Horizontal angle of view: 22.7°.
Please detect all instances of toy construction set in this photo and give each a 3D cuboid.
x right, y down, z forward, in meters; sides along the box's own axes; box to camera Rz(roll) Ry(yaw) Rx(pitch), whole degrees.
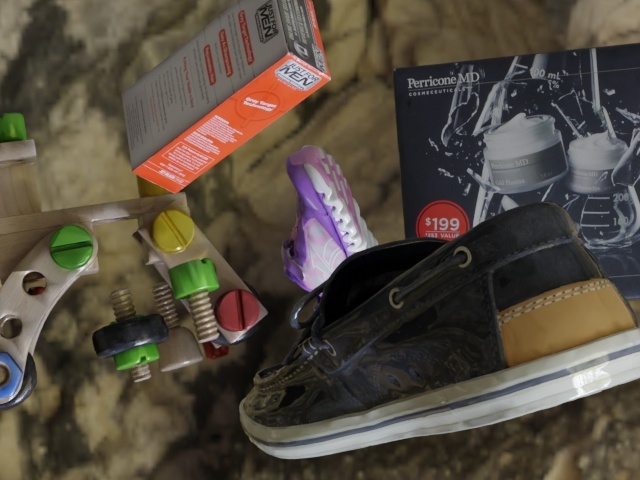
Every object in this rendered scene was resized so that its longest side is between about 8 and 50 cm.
[{"bbox_3d":[-0.181,-0.001,1.364,0.257,0.237,0.309,-18,173,14],"label":"toy construction set"}]

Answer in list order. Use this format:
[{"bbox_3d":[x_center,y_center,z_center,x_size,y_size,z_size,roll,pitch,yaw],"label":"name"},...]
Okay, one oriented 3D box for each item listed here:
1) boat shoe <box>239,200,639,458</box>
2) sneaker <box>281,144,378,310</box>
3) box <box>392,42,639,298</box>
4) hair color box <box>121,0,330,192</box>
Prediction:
[{"bbox_3d":[0.072,0.079,1.295,0.187,0.500,0.156,-16,-95,-28],"label":"boat shoe"},{"bbox_3d":[0.000,0.000,1.729,0.104,0.236,0.095,-18,-136,9],"label":"sneaker"},{"bbox_3d":[0.279,-0.072,2.018,0.343,0.312,0.179,-5,176,13],"label":"box"},{"bbox_3d":[-0.063,-0.099,1.028,0.043,0.141,0.072,27,-140,-42],"label":"hair color box"}]
